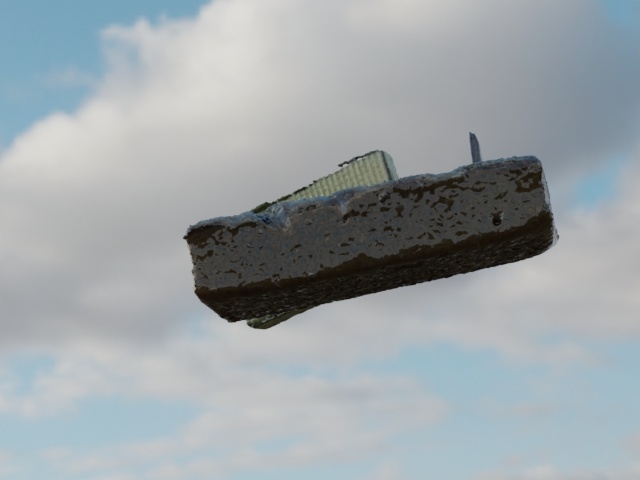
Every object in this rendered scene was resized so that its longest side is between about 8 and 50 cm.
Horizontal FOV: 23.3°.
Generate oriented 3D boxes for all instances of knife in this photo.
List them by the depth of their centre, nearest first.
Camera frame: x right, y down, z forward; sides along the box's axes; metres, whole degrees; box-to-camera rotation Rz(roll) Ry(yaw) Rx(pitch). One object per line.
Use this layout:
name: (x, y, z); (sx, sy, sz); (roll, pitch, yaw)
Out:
knife: (0.221, -0.111, 2.186); (0.018, 0.121, 0.031); (-13, -47, 12)

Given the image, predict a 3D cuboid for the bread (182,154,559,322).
bread: (0.064, -0.004, 1.783); (0.416, 0.113, 0.165); (-12, -12, 5)

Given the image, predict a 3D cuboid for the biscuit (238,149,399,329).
biscuit: (0.000, 0.000, 1.961); (0.252, 0.150, 0.052); (-26, -17, 21)
